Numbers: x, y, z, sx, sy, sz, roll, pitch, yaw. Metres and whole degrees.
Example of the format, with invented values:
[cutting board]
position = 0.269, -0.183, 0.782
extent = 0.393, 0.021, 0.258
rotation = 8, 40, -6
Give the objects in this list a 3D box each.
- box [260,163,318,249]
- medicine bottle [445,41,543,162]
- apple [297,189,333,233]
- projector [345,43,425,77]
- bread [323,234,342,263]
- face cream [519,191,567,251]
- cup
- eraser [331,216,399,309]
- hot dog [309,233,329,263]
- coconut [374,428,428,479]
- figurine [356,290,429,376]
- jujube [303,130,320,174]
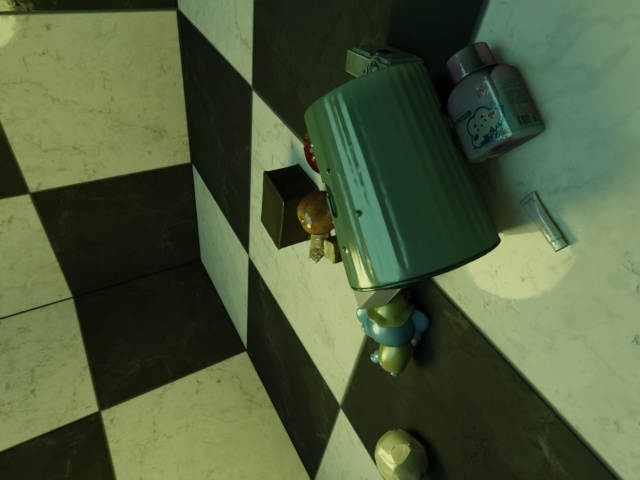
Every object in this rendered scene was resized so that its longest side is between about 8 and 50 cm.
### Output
[box]
position = -0.123, -0.124, 1.594
extent = 0.184, 0.143, 0.274
rotation = 54, 149, 32
[medicine bottle]
position = 0.297, -0.249, 0.761
extent = 0.119, 0.094, 0.188
rotation = -32, 77, 61
[apple]
position = -0.008, -0.088, 1.406
extent = 0.146, 0.130, 0.147
rotation = 47, 149, 39
[projector]
position = 0.142, -0.395, 0.949
extent = 0.147, 0.115, 0.061
rotation = 46, 144, 42
[bread]
position = 0.055, 0.029, 1.420
extent = 0.076, 0.070, 0.084
rotation = 32, 134, 54
[face cream]
position = 0.405, -0.034, 0.768
extent = 0.115, 0.020, 0.038
rotation = 66, 154, 19
[cup]
position = 0.135, -0.108, 0.899
extent = 0.400, 0.309, 0.393
rotation = -14, 96, 66
[eraser]
position = 0.116, 0.026, 1.131
extent = 0.130, 0.086, 0.288
rotation = 118, 143, -53
[hot dog]
position = 0.000, 0.000, 1.519
extent = 0.078, 0.061, 0.169
rotation = 3, 88, 29
[coconut]
position = 0.260, 0.694, 1.336
extent = 0.162, 0.160, 0.161
rotation = 19, 122, 56
[figurine]
position = 0.193, 0.260, 1.206
extent = 0.180, 0.153, 0.262
rotation = 36, 128, 39
[jujube]
position = 0.060, -0.249, 1.173
extent = 0.236, 0.168, 0.168
rotation = 22, 126, 39
